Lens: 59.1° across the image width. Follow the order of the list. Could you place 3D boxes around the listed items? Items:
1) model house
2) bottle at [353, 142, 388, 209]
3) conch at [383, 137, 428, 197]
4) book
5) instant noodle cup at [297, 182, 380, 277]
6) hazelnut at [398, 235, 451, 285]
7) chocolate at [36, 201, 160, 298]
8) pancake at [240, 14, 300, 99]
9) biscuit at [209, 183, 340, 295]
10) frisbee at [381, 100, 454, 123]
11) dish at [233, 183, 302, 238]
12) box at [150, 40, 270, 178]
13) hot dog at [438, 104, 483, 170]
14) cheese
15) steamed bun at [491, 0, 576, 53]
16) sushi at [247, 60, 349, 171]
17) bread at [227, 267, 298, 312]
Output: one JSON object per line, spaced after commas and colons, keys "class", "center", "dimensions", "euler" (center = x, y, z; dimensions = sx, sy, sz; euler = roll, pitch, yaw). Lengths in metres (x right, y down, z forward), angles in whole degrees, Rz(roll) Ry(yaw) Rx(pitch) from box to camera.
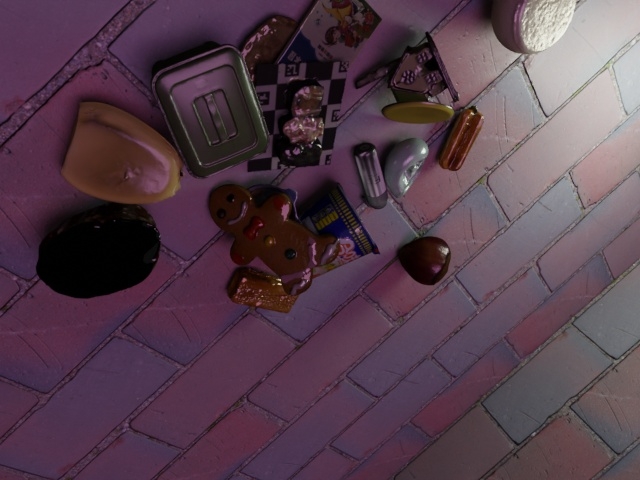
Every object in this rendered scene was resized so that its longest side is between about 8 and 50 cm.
{"class": "model house", "center": [0.266, -0.488, 1.781], "dimensions": [0.278, 0.205, 0.218], "euler": [-24, 110, 19]}
{"class": "bottle", "center": [0.172, -0.219, 1.969], "dimensions": [0.096, 0.079, 0.254], "euler": [-16, 130, 7]}
{"class": "conch", "center": [0.298, -0.259, 1.980], "dimensions": [0.185, 0.121, 0.221], "euler": [0, 125, -39]}
{"class": "book", "center": [0.025, -0.579, 1.652], "dimensions": [0.228, 0.018, 0.322], "euler": [27, 101, -44]}
{"class": "instant noodle cup", "center": [0.000, 0.000, 1.915], "dimensions": [0.312, 0.284, 0.284], "euler": [-31, 131, 4]}
{"class": "hazelnut", "center": [0.411, 0.075, 2.245], "dimensions": [0.208, 0.208, 0.208], "euler": [-14, 127, -20]}
{"class": "chocolate", "center": [-0.614, 0.009, 1.607], "dimensions": [0.340, 0.210, 0.225], "euler": [-19, 120, -5]}
{"class": "pancake", "center": [-0.133, -0.522, 1.617], "dimensions": [0.222, 0.042, 0.236], "euler": [3, 118, -34]}
{"class": "biscuit", "center": [-0.172, -0.014, 1.774], "dimensions": [0.432, 0.064, 0.283], "euler": [39, 105, -5]}
{"class": "frisbee", "center": [0.314, -0.411, 1.826], "dimensions": [0.236, 0.236, 0.017], "euler": [5, 87, -31]}
{"class": "dish", "center": [-0.173, -0.079, 1.842], "dimensions": [0.236, 0.086, 0.228], "euler": [-13, 104, 6]}
{"class": "box", "center": [-0.306, -0.368, 1.544], "dimensions": [0.252, 0.178, 0.329], "euler": [-24, 132, -10]}
{"class": "hot dog", "center": [0.512, -0.373, 2.055], "dimensions": [0.104, 0.076, 0.250], "euler": [14, 111, -14]}
{"class": "cheese", "center": [-0.524, -0.212, 1.523], "dimensions": [0.316, 0.128, 0.259], "euler": [21, 120, -21]}
{"class": "steamed bun", "center": [0.665, -0.750, 1.806], "dimensions": [0.283, 0.177, 0.283], "euler": [-16, 129, -22]}
{"class": "sushi", "center": [-0.052, -0.341, 1.704], "dimensions": [0.296, 0.100, 0.373], "euler": [-9, 135, -23]}
{"class": "bread", "center": [-0.200, 0.179, 2.036], "dimensions": [0.271, 0.077, 0.139], "euler": [15, 109, -37]}
